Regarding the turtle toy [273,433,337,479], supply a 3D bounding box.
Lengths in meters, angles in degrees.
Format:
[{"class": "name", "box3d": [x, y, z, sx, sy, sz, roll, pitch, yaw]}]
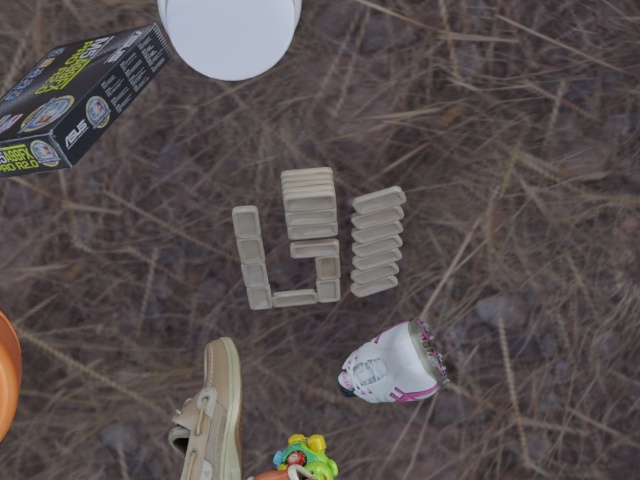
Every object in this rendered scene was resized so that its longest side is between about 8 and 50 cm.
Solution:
[{"class": "turtle toy", "box3d": [-0.019, 0.315, 1.514, 0.130, 0.066, 0.095, -15, 90, 57]}]

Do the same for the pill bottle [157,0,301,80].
[{"class": "pill bottle", "box3d": [-0.105, -0.291, 1.286, 0.161, 0.283, 0.161, -3, 118, -5]}]

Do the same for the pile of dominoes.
[{"class": "pile of dominoes", "box3d": [0.000, 0.000, 1.341, 0.196, 0.251, 0.040, -5, 59, -1]}]

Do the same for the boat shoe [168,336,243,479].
[{"class": "boat shoe", "box3d": [-0.174, 0.282, 1.693, 0.110, 0.341, 0.121, 2, 133, -6]}]

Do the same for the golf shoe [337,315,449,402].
[{"class": "golf shoe", "box3d": [0.061, 0.117, 0.993, 0.086, 0.186, 0.067, -22, 79, -9]}]

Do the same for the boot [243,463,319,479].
[{"class": "boot", "box3d": [-0.025, 0.336, 1.409, 0.084, 0.158, 0.059, -29, 42, 12]}]

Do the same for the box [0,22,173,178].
[{"class": "box", "box3d": [-0.360, -0.193, 1.564, 0.216, 0.270, 0.060, -4, 128, 36]}]

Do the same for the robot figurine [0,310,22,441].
[{"class": "robot figurine", "box3d": [-0.297, 0.107, 0.868, 0.128, 0.219, 0.158, -41, 104, -5]}]
